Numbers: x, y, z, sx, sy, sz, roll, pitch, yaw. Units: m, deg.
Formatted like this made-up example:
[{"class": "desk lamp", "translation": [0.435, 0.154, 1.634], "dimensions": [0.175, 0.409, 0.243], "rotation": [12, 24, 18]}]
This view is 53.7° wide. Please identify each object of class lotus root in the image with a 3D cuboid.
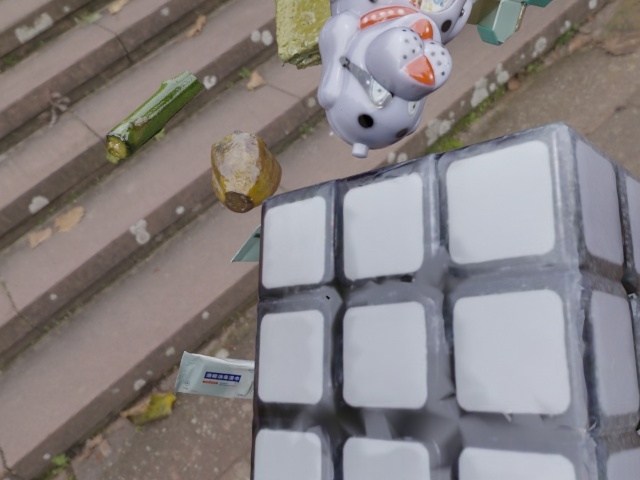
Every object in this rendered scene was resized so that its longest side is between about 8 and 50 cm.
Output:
[{"class": "lotus root", "translation": [-0.218, -0.156, 1.677], "dimensions": [0.199, 0.188, 0.180], "rotation": [-20, 42, 28]}]

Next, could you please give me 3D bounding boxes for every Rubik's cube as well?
[{"class": "Rubik's cube", "translation": [0.145, 0.107, 0.564], "dimensions": [0.300, 0.305, 0.304], "rotation": [-10, 75, 40]}, {"class": "Rubik's cube", "translation": [0.378, -0.540, 1.352], "dimensions": [0.265, 0.225, 0.213], "rotation": [6, 22, -31]}]

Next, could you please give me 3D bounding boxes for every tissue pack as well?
[{"class": "tissue pack", "translation": [-0.216, 0.298, 1.382], "dimensions": [0.192, 0.123, 0.026], "rotation": [10, 34, -21]}]

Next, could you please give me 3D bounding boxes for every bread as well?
[{"class": "bread", "translation": [0.000, -0.362, 0.956], "dimensions": [0.138, 0.102, 0.197], "rotation": [-17, 71, 37]}]

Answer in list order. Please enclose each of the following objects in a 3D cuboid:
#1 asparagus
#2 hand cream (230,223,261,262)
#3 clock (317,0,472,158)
[{"class": "asparagus", "translation": [-0.312, -0.255, 1.227], "dimensions": [0.060, 0.067, 0.278], "rotation": [-4, 40, 37]}, {"class": "hand cream", "translation": [0.000, 0.000, 0.985], "dimensions": [0.109, 0.320, 0.067], "rotation": [-47, 66, 24]}, {"class": "clock", "translation": [0.072, -0.216, 0.695], "dimensions": [0.188, 0.189, 0.254], "rotation": [3, 75, 33]}]
